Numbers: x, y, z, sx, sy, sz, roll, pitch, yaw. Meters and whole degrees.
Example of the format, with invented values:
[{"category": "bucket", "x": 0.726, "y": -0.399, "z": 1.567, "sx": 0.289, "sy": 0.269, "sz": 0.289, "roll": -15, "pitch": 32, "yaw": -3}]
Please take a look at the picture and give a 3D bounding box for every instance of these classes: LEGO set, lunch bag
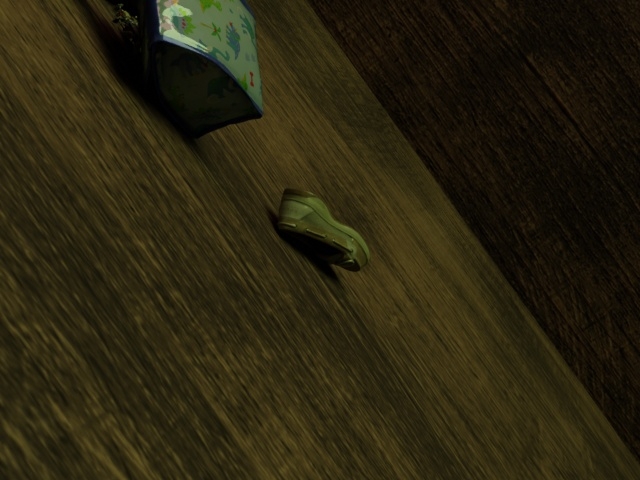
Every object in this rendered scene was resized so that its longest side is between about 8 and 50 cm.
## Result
[{"category": "LEGO set", "x": -0.179, "y": -0.207, "z": 1.259, "sx": 0.054, "sy": 0.023, "sz": 0.083, "roll": 40, "pitch": 18, "yaw": -54}, {"category": "lunch bag", "x": -0.121, "y": -0.188, "z": 1.194, "sx": 0.151, "sy": 0.096, "sz": 0.128, "roll": 53, "pitch": 25, "yaw": -56}]

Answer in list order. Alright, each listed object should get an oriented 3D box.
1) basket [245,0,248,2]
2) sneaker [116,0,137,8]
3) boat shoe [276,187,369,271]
[{"category": "basket", "x": -0.139, "y": -0.346, "z": 1.642, "sx": 0.103, "sy": 0.113, "sz": 0.167, "roll": 53, "pitch": 11, "yaw": -20}, {"category": "sneaker", "x": -0.159, "y": -0.278, "z": 1.358, "sx": 0.101, "sy": 0.106, "sz": 0.267, "roll": 56, "pitch": 9, "yaw": 17}, {"category": "boat shoe", "x": 0.001, "y": 0.000, "z": 1.353, "sx": 0.056, "sy": 0.048, "sz": 0.153, "roll": 8, "pitch": -23, "yaw": 31}]
